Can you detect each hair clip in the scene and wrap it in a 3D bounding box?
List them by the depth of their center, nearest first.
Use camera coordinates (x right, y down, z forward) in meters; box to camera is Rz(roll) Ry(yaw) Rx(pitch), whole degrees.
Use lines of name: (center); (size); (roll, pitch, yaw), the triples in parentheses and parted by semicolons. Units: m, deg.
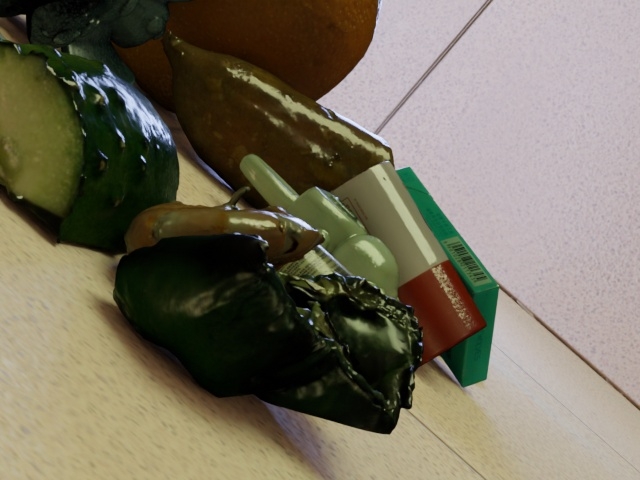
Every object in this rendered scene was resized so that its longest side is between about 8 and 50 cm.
hair clip: (-0.246, -0.294, 1.711); (0.194, 0.206, 0.310); (38, 21, 19)

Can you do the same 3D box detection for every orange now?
orange: (-0.101, -0.305, 1.991); (0.322, 0.357, 0.322); (40, 38, -41)

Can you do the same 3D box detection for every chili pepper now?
chili pepper: (-0.026, 0.069, 1.081); (0.148, 0.116, 0.264); (-1, -10, 32)

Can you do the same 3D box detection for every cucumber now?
cucumber: (-0.165, -0.070, 1.216); (0.145, 0.105, 0.325); (41, 4, 11)

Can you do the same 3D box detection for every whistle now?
whistle: (0.000, 0.000, 1.675); (0.244, 0.092, 0.110); (44, 9, 14)

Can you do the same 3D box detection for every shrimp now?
shrimp: (-0.070, 0.007, 1.200); (0.267, 0.145, 0.061); (97, -13, -78)

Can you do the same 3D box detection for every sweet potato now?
sweet potato: (-0.050, -0.107, 1.854); (0.369, 0.158, 0.158); (30, 10, -16)

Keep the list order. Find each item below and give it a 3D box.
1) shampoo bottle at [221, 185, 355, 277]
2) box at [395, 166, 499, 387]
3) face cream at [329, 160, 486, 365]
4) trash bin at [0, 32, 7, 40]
shampoo bottle: (-0.033, 0.026, 1.385); (0.162, 0.079, 0.079); (42, 7, 14)
box: (0.137, 0.041, 1.877); (0.161, 0.042, 0.226); (93, -26, -43)
face cream: (0.091, 0.026, 1.745); (0.214, 0.096, 0.096); (59, 10, 6)
trash bin: (-0.314, -0.172, 1.207); (0.116, 0.059, 0.130); (42, 8, 29)
